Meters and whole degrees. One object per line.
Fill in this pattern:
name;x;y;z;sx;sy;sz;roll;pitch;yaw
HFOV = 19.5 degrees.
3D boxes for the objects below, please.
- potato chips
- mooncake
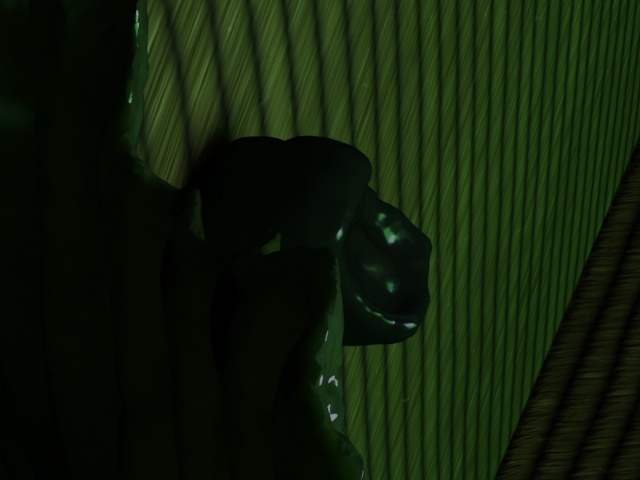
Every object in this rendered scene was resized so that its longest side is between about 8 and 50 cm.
potato chips;-0.075;0.089;0.733;0.097;0.373;0.389;-24;142;-25
mooncake;0.000;0.000;1.241;0.175;0.168;0.104;108;4;-68
